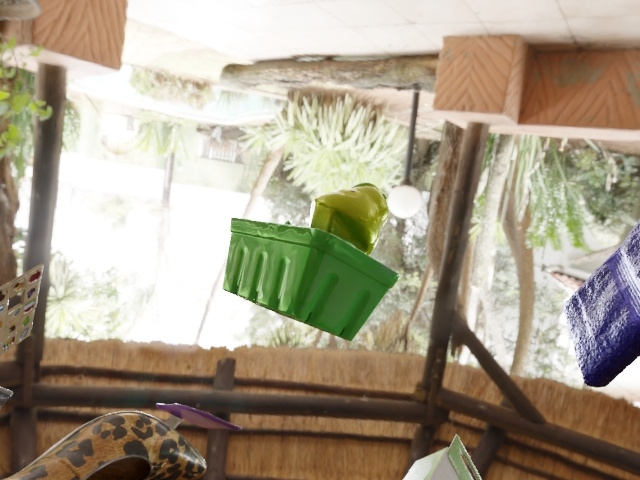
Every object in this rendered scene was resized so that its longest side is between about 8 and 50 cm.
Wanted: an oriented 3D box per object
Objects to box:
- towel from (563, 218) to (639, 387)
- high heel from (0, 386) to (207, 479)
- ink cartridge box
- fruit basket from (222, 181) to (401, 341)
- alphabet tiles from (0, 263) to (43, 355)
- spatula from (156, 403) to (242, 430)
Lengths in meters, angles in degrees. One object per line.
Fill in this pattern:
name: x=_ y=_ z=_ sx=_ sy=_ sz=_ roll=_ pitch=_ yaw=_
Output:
towel: x=0.546 y=0.090 z=0.915 sx=0.076 sy=0.308 sz=0.228 roll=24 pitch=-145 yaw=4
high heel: x=-0.218 y=0.247 z=0.465 sx=0.261 sy=0.093 sz=0.186 roll=28 pitch=-153 yaw=-30
ink cartridge box: x=0.171 y=0.367 z=0.721 sx=0.062 sy=0.109 sz=0.209 roll=-34 pitch=167 yaw=23
fruit basket: x=0.000 y=0.000 z=1.124 sx=0.282 sy=0.392 sz=0.392 roll=30 pitch=172 yaw=-37
alphabet tiles: x=-0.619 y=0.169 z=0.955 sx=0.009 sy=0.198 sz=0.237 roll=29 pitch=-152 yaw=4
spatula: x=-0.218 y=0.255 z=0.671 sx=0.084 sy=0.030 sz=0.296 roll=36 pitch=129 yaw=-29
